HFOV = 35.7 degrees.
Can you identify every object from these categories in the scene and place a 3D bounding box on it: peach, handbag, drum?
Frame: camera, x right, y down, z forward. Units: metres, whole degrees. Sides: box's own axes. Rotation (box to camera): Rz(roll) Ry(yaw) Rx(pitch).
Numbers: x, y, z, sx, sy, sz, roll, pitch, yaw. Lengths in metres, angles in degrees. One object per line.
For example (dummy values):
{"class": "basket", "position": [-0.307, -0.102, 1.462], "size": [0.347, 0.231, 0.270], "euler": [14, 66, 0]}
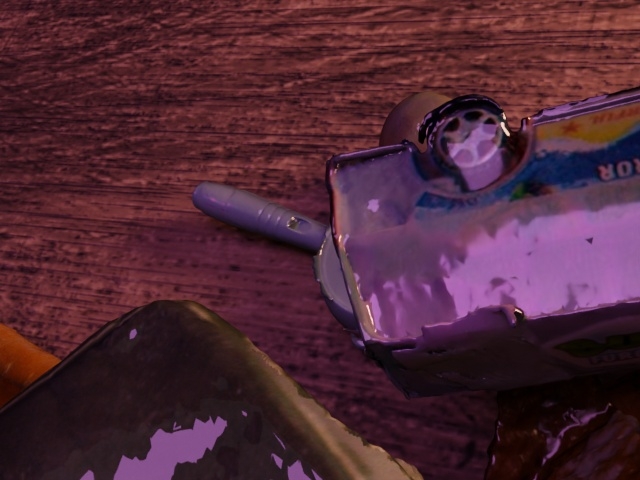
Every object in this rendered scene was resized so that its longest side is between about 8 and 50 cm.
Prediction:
{"class": "peach", "position": [0.084, -0.072, 0.752], "size": [0.083, 0.083, 0.083], "euler": [-12, 54, 16]}
{"class": "handbag", "position": [-0.034, 0.214, 0.504], "size": [0.247, 0.240, 0.341], "euler": [-39, 51, -7]}
{"class": "drum", "position": [0.015, -0.015, 0.760], "size": [0.130, 0.049, 0.253], "euler": [-44, 52, -9]}

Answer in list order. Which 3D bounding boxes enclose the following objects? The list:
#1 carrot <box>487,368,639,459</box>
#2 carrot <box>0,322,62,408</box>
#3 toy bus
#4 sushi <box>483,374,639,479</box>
{"class": "carrot", "position": [0.180, 0.110, 0.605], "size": [0.162, 0.055, 0.055], "euler": [-25, 51, -3]}
{"class": "carrot", "position": [-0.235, 0.111, 0.775], "size": [0.225, 0.067, 0.067], "euler": [21, 68, 32]}
{"class": "toy bus", "position": [0.161, -0.007, 0.484], "size": [0.317, 0.112, 0.137], "euler": [-13, 54, 19]}
{"class": "sushi", "position": [0.197, 0.173, 0.486], "size": [0.179, 0.167, 0.296], "euler": [-42, 40, 0]}
